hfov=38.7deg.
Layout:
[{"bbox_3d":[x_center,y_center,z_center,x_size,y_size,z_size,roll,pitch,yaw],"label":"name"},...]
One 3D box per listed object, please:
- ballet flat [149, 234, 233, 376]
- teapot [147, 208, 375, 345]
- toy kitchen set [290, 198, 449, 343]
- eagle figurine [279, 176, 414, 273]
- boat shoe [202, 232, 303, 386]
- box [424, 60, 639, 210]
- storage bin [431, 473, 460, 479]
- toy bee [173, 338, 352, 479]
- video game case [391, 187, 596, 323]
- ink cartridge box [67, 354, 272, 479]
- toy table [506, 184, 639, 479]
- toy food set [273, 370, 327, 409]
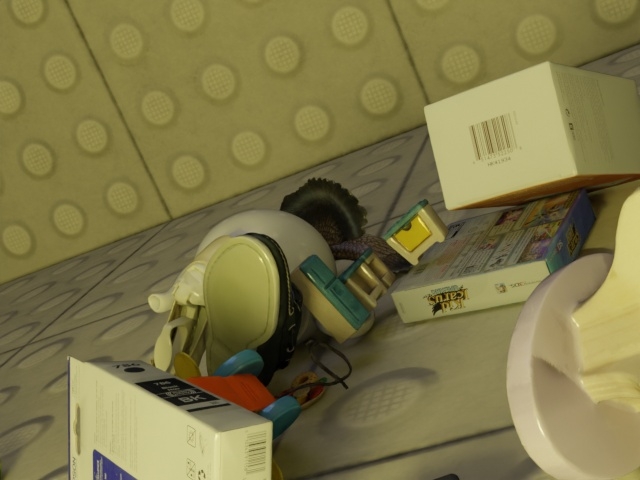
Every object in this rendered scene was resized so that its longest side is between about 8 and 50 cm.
[{"bbox_3d":[-0.184,0.107,1.288,0.086,0.248,0.086,20,2,-1],"label":"ballet flat"},{"bbox_3d":[-0.086,0.086,1.419,0.256,0.252,0.187,-32,24,16],"label":"teapot"},{"bbox_3d":[0.073,0.020,1.318,0.166,0.122,0.207,-43,0,27],"label":"toy kitchen set"},{"bbox_3d":[0.005,0.010,1.639,0.298,0.225,0.226,-30,0,24],"label":"eagle figurine"},{"bbox_3d":[-0.077,0.098,1.229,0.127,0.340,0.113,35,50,27],"label":"boat shoe"},{"bbox_3d":[0.355,-0.156,1.436,0.215,0.168,0.345,-16,-6,38],"label":"box"},{"bbox_3d":[0.075,0.251,0.788,0.135,0.098,0.091,-22,3,9],"label":"storage bin"},{"bbox_3d":[-0.089,0.223,1.082,0.162,0.298,0.195,-53,45,22],"label":"toy bee"},{"bbox_3d":[0.269,0.023,1.381,0.244,0.061,0.269,-16,16,34],"label":"video game case"},{"bbox_3d":[-0.161,0.218,0.900,0.065,0.165,0.333,-4,9,-37],"label":"ink cartridge box"},{"bbox_3d":[0.290,0.083,0.781,0.161,0.252,0.274,-33,15,46],"label":"toy table"},{"bbox_3d":[-0.029,0.211,1.253,0.083,0.020,0.082,-29,14,-22],"label":"toy food set"}]
